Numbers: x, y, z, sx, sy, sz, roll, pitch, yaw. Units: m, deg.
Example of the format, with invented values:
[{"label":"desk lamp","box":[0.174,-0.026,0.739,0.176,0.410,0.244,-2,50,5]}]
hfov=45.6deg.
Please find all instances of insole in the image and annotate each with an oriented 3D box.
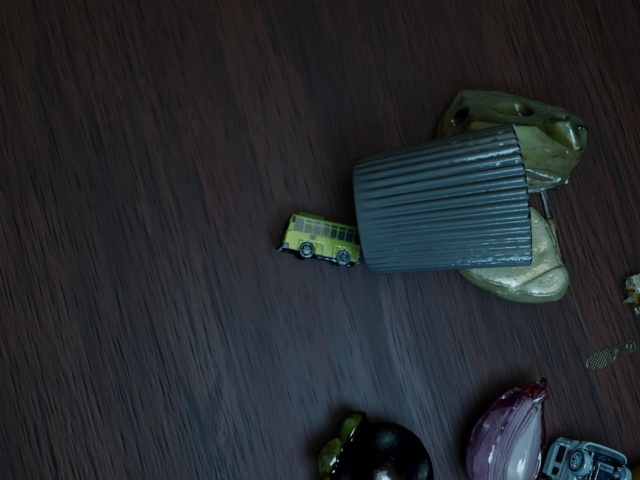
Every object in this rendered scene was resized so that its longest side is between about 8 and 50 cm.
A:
[{"label":"insole","box":[0.674,0.265,1.764,0.135,0.002,0.045,-20,88,-10]}]

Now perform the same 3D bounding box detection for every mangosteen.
[{"label":"mangosteen","box":[0.109,0.475,1.571,0.243,0.243,0.242,1,84,-8]}]

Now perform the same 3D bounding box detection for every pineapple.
[{"label":"pineapple","box":[0.819,0.142,1.762,0.233,0.079,0.135,-4,77,-2]}]

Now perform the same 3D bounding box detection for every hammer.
[{"label":"hammer","box":[0.535,-0.043,1.765,0.078,0.021,0.200,-12,87,-9]}]

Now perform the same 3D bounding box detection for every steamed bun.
[{"label":"steamed bun","box":[0.443,0.063,1.696,0.231,0.110,0.212,-36,67,-7]}]

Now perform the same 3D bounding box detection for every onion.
[{"label":"onion","box":[0.402,0.415,1.639,0.227,0.120,0.283,38,74,-44]}]

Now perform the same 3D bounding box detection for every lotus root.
[{"label":"lotus root","box":[0.421,-0.227,1.719,0.314,0.142,0.210,16,120,-10]}]

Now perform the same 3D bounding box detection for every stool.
[{"label":"stool","box":[0.247,-0.072,1.575,0.330,0.297,0.297,-8,85,9]}]

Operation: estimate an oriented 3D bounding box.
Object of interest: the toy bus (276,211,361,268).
[{"label":"toy bus","box":[0.000,0.000,1.655,0.175,0.088,0.101,12,82,-9]}]

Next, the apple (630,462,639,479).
[{"label":"apple","box":[0.743,0.596,1.614,0.264,0.264,0.264,1,84,-8]}]

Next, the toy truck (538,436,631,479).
[{"label":"toy truck","box":[0.532,0.578,1.632,0.136,0.162,0.305,23,81,-17]}]
